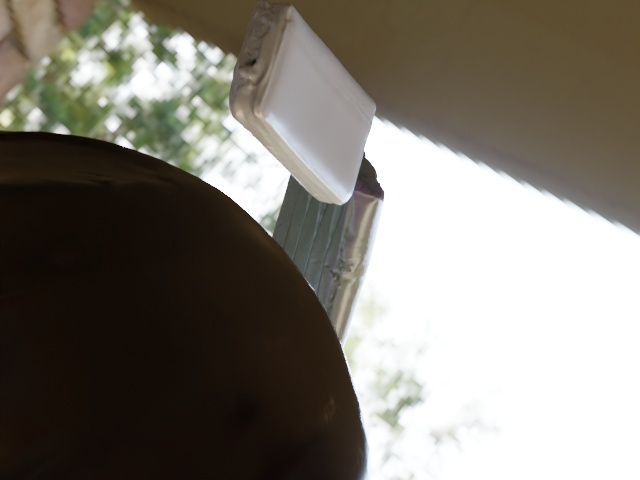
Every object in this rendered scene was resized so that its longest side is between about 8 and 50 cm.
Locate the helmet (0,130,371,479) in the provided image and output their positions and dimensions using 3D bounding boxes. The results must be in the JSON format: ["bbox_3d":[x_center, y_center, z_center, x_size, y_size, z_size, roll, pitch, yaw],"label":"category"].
[{"bbox_3d":[-0.105,0.082,0.485,0.177,0.305,0.225,-30,-87,37],"label":"helmet"}]

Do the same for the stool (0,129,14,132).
[{"bbox_3d":[-0.249,0.058,1.199,0.297,0.297,0.330,31,14,15],"label":"stool"}]

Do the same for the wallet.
[{"bbox_3d":[-0.011,-0.095,1.246,0.033,0.095,0.190,8,-15,25],"label":"wallet"}]

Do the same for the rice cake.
[{"bbox_3d":[0.000,0.000,1.488,0.189,0.037,0.198,-118,-143,-57],"label":"rice cake"}]
